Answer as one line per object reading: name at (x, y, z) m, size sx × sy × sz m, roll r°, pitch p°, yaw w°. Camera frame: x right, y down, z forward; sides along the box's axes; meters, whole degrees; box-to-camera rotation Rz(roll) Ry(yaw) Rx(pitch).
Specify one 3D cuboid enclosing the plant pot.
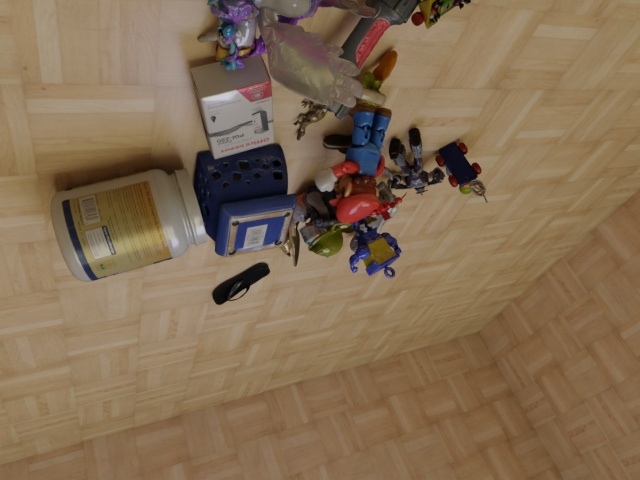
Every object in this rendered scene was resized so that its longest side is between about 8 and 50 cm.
plant pot at (-0.199, -0.096, 1.378) m, size 0.235 × 0.212 × 0.236 m, roll -11°, pitch 148°, yaw -24°

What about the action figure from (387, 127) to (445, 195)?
action figure at (0.294, -0.223, 1.639) m, size 0.185 × 0.099 × 0.285 m, roll -17°, pitch 146°, yaw 14°

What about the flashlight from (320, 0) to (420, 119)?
flashlight at (0.098, -0.413, 1.118) m, size 0.304 × 0.103 × 0.103 m, roll -52°, pitch 146°, yaw 13°

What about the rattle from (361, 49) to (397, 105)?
rattle at (0.073, -0.406, 1.229) m, size 0.199 × 0.130 × 0.143 m, roll 17°, pitch 123°, yaw -12°

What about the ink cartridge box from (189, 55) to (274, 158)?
ink cartridge box at (-0.192, -0.297, 1.160) m, size 0.158 × 0.092 × 0.218 m, roll -18°, pitch 158°, yaw -11°

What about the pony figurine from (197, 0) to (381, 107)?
pony figurine at (-0.062, -0.440, 0.920) m, size 0.350 × 0.303 × 0.363 m, roll 13°, pitch 148°, yaw 0°

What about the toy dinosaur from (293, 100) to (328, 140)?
toy dinosaur at (-0.007, -0.329, 1.323) m, size 0.183 × 0.053 × 0.092 m, roll -30°, pitch 166°, yaw 24°

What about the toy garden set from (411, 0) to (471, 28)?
toy garden set at (0.286, -0.567, 1.056) m, size 0.204 × 0.049 × 0.244 m, roll -41°, pitch 159°, yaw -27°

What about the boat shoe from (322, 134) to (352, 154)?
boat shoe at (0.071, -0.268, 1.456) m, size 0.152 × 0.056 × 0.049 m, roll -7°, pitch 141°, yaw -28°

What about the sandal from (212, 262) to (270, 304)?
sandal at (-0.296, 0.169, 1.887) m, size 0.254 × 0.054 × 0.097 m, roll -34°, pitch 149°, yaw 16°

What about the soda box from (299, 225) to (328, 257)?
soda box at (0.000, 0.000, 1.831) m, size 0.063 × 0.058 × 0.183 m, roll -32°, pitch 149°, yaw 13°

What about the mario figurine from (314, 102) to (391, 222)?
mario figurine at (0.086, -0.207, 1.399) m, size 0.198 × 0.321 × 0.170 m, roll 10°, pitch -174°, yaw -5°

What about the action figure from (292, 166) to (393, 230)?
action figure at (0.060, -0.133, 1.623) m, size 0.330 × 0.179 × 0.341 m, roll -19°, pitch 178°, yaw 4°

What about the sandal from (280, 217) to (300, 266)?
sandal at (-0.116, -0.007, 1.745) m, size 0.079 × 0.088 × 0.240 m, roll 9°, pitch 140°, yaw 5°

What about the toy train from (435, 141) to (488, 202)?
toy train at (0.480, -0.191, 1.692) m, size 0.105 × 0.248 × 0.143 m, roll -29°, pitch 155°, yaw 7°

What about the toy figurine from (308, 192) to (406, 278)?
toy figurine at (0.164, 0.023, 1.572) m, size 0.362 × 0.217 × 0.191 m, roll -25°, pitch 173°, yaw -42°

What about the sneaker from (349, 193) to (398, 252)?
sneaker at (0.162, -0.068, 1.829) m, size 0.115 × 0.105 × 0.281 m, roll 10°, pitch 131°, yaw -24°

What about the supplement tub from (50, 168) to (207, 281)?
supplement tub at (-0.455, -0.046, 1.251) m, size 0.316 × 0.228 × 0.228 m, roll -16°, pitch 149°, yaw -14°
